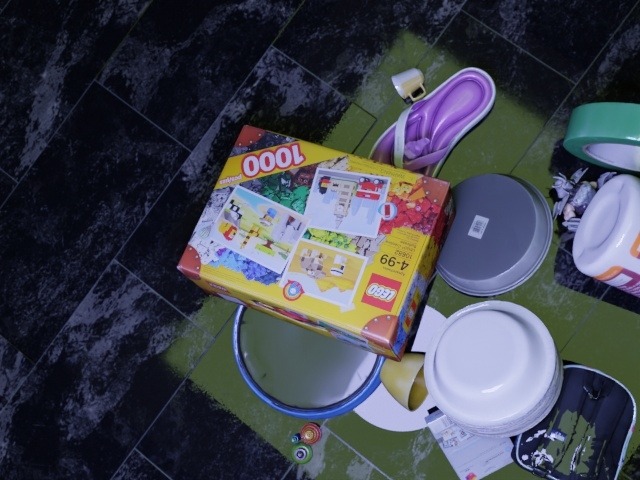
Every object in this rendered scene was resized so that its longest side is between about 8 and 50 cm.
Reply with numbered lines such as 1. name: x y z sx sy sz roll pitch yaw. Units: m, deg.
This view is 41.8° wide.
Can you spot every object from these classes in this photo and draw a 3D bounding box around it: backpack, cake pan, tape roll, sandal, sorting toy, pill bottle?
1. backpack: 0.549 0.399 1.799 0.225 0.191 0.253 21 85 13
2. cake pan: 0.369 -0.023 1.882 0.293 0.054 0.293 -12 67 29
3. tape roll: 0.684 -0.205 1.771 0.322 0.321 0.077 14 87 11
4. sandal: 0.240 -0.247 1.960 0.169 0.102 0.416 39 92 11
5. sorting toy: -0.041 0.477 1.965 0.061 0.042 0.101 23 89 11
6. pill bottle: 0.744 0.036 1.714 0.392 0.224 0.224 23 88 -7

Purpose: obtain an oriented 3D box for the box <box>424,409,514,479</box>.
1. box: 0.340 0.441 1.871 0.145 0.038 0.186 -30 104 6

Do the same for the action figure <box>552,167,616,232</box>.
1. action figure: 0.637 -0.060 1.872 0.285 0.099 0.185 37 73 3

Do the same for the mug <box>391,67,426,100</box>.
1. mug: 0.217 -0.375 2.004 0.064 0.062 0.078 -31 101 -3

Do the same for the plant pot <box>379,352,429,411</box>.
1. plant pot: 0.192 0.310 1.909 0.095 0.134 0.134 21 88 30

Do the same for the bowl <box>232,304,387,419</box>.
1. bowl: -0.022 0.226 1.971 0.392 0.077 0.390 -1 85 10

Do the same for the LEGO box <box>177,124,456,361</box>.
1. LEGO box: 0.000 0.000 1.855 0.501 0.193 0.372 17 75 20

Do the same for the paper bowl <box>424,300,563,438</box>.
1. paper bowl: 0.356 0.261 1.768 0.284 0.148 0.284 -13 57 21
